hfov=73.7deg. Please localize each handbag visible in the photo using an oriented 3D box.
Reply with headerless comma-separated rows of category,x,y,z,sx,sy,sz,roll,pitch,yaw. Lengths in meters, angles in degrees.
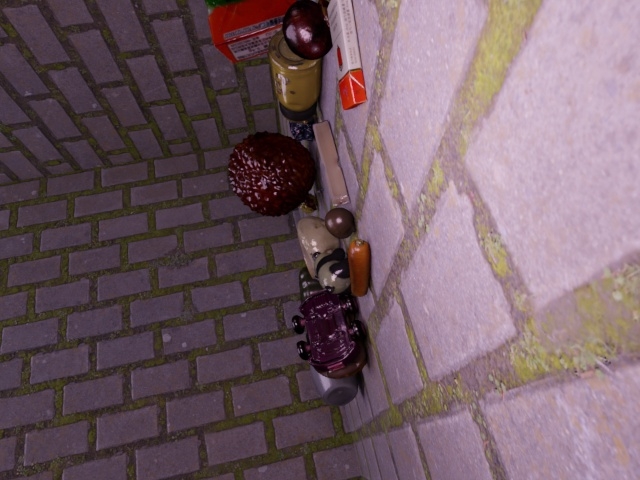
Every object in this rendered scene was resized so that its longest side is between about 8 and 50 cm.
handbag,-0.082,-0.515,1.837,0.260,0.113,0.161,-88,-6,-83

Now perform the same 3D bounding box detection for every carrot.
carrot,0.118,0.082,1.281,0.225,0.067,0.067,82,173,-45

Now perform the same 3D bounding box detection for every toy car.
toy car,0.059,0.376,1.680,0.240,0.271,0.340,55,-162,-49

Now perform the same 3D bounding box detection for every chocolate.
chocolate,-0.266,-0.917,1.710,0.161,0.360,0.341,54,-158,-71

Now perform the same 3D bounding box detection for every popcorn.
popcorn,-0.065,-0.204,2.347,0.121,0.116,0.106,-18,118,46

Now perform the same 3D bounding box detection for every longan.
longan,0.066,-0.055,1.395,0.113,0.092,0.113,24,135,26

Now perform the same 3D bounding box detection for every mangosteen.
mangosteen,-0.022,-0.552,1.107,0.152,0.153,0.152,169,90,-84

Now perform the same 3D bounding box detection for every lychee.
lychee,-0.212,-0.310,2.098,0.424,0.500,0.424,-52,16,22

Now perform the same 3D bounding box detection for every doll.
doll,0.049,0.115,1.599,0.234,0.135,0.143,-126,26,-62

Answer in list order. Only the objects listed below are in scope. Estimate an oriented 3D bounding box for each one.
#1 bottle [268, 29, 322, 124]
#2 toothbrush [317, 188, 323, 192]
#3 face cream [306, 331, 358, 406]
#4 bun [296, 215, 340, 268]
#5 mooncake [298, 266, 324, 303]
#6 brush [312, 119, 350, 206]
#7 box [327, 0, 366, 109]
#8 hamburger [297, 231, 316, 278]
bottle,-0.083,-0.543,1.480,0.351,0.172,0.171,97,161,-71
toothbrush,-0.001,-0.239,2.043,0.167,0.014,0.011,-158,66,-83
face cream,0.057,0.588,2.062,0.357,0.220,0.312,-106,7,-46
bun,0.000,0.000,1.825,0.259,0.160,0.259,63,179,2
mooncake,-0.017,0.312,2.391,0.356,0.194,0.356,168,90,-84
brush,0.037,-0.260,1.447,0.050,0.060,0.320,58,-162,-70
box,0.059,-0.436,0.993,0.139,0.035,0.245,-126,26,-76
hamburger,-0.015,0.052,2.117,0.227,0.152,0.295,77,174,-57
